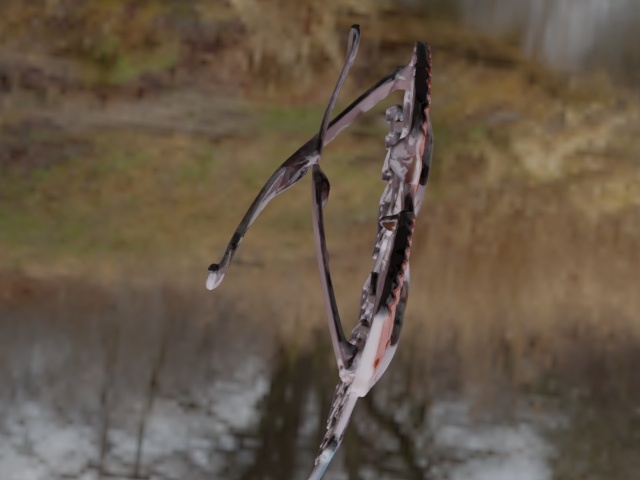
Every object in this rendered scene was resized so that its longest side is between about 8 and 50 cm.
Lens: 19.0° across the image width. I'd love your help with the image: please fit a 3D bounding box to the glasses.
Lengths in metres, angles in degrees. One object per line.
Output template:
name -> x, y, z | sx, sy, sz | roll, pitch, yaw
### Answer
glasses -> 0.006, 0.005, 1.023 | 0.095, 0.255, 0.162 | 11, 148, 7
